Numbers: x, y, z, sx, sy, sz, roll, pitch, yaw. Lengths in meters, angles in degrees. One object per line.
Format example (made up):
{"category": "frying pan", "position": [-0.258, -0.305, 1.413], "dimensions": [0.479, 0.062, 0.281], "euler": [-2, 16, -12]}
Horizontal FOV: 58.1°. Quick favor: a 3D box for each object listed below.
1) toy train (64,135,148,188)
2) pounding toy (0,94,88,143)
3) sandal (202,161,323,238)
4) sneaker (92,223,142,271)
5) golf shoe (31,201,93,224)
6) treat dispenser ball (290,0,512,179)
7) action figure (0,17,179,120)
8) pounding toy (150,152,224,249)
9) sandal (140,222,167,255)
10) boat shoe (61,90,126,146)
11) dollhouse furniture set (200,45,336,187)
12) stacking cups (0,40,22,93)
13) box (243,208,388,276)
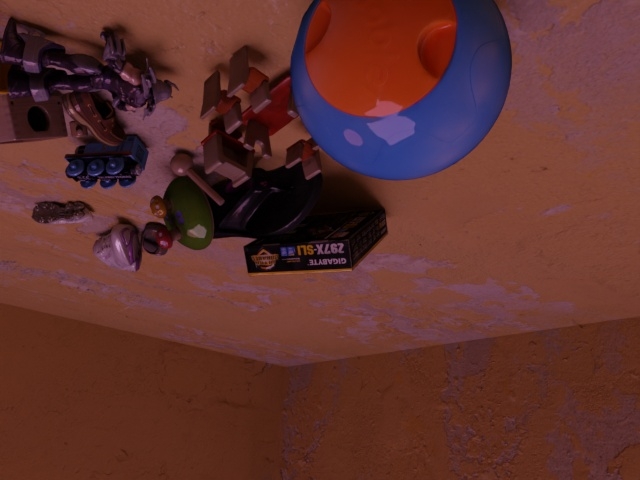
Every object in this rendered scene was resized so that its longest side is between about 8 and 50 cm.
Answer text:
{"category": "toy train", "position": [-0.477, -0.174, 1.282], "dimensions": [0.184, 0.105, 0.080], "euler": [0, 152, 14]}
{"category": "pounding toy", "position": [-0.551, -0.246, 1.138], "dimensions": [0.181, 0.094, 0.206], "euler": [-2, -168, 23]}
{"category": "sandal", "position": [-0.189, -0.084, 1.344], "dimensions": [0.445, 0.168, 0.107], "euler": [-11, 156, 37]}
{"category": "sneaker", "position": [-0.648, 0.030, 1.812], "dimensions": [0.152, 0.114, 0.305], "euler": [9, 158, -10]}
{"category": "golf shoe", "position": [-0.745, -0.068, 1.668], "dimensions": [0.176, 0.069, 0.086], "euler": [2, 163, 13]}
{"category": "treat dispenser ball", "position": [0.104, -0.225, 0.770], "dimensions": [0.288, 0.288, 0.288], "euler": [5, 158, 2]}
{"category": "action figure", "position": [-0.390, -0.290, 1.002], "dimensions": [0.284, 0.099, 0.185], "euler": [8, 151, -14]}
{"category": "pounding toy", "position": [-0.337, -0.067, 1.344], "dimensions": [0.110, 0.183, 0.237], "euler": [-23, 156, -38]}
{"category": "sandal", "position": [-0.519, 0.011, 1.804], "dimensions": [0.090, 0.060, 0.219], "euler": [13, 157, -16]}
{"category": "boat shoe", "position": [-0.438, -0.245, 1.155], "dimensions": [0.060, 0.064, 0.178], "euler": [-22, 160, 7]}
{"category": "dollhouse furniture set", "position": [-0.114, -0.223, 1.094], "dimensions": [0.259, 0.135, 0.262], "euler": [-28, 142, 36]}
{"category": "stacking cups", "position": [-0.695, -0.298, 1.075], "dimensions": [0.316, 0.096, 0.096], "euler": [-2, 157, 29]}
{"category": "box", "position": [0.000, 0.000, 1.396], "dimensions": [0.257, 0.079, 0.322], "euler": [-3, -166, 21]}
